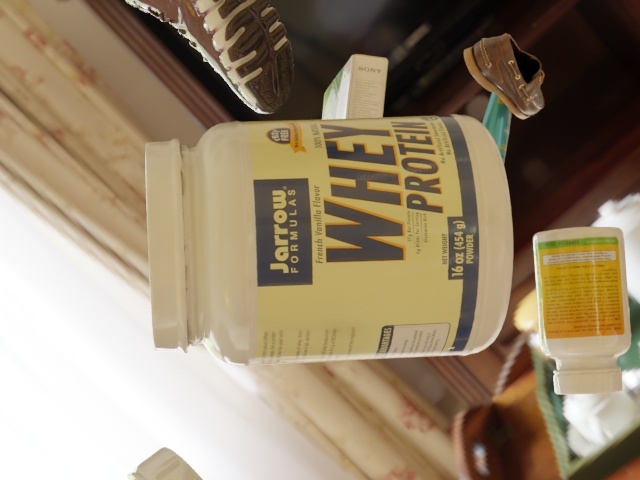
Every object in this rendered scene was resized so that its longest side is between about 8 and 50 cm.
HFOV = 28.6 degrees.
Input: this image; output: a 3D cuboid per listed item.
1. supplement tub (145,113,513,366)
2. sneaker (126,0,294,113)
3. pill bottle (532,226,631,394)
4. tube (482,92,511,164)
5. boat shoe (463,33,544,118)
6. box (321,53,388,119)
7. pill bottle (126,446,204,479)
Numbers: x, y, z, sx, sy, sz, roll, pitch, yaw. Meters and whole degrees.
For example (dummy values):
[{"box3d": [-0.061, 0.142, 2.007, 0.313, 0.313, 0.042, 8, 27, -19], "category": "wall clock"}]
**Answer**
[{"box3d": [0.000, 0.000, 1.195, 0.325, 0.235, 0.235, -2, 14, -7], "category": "supplement tub"}, {"box3d": [-0.151, -0.281, 1.580, 0.162, 0.281, 0.106, -8, 26, 45], "category": "sneaker"}, {"box3d": [0.396, 0.106, 1.892, 0.136, 0.245, 0.136, -3, -5, 0], "category": "pill bottle"}, {"box3d": [0.258, -0.163, 1.857, 0.080, 0.052, 0.207, 12, -90, -78], "category": "tube"}, {"box3d": [0.275, -0.228, 1.748, 0.073, 0.073, 0.207, -25, -23, 23], "category": "boat shoe"}, {"box3d": [0.033, -0.084, 1.804, 0.232, 0.058, 0.322, 143, 135, -78], "category": "box"}, {"box3d": [-0.225, 0.342, 1.231, 0.283, 0.160, 0.160, -36, 11, -22], "category": "pill bottle"}]
